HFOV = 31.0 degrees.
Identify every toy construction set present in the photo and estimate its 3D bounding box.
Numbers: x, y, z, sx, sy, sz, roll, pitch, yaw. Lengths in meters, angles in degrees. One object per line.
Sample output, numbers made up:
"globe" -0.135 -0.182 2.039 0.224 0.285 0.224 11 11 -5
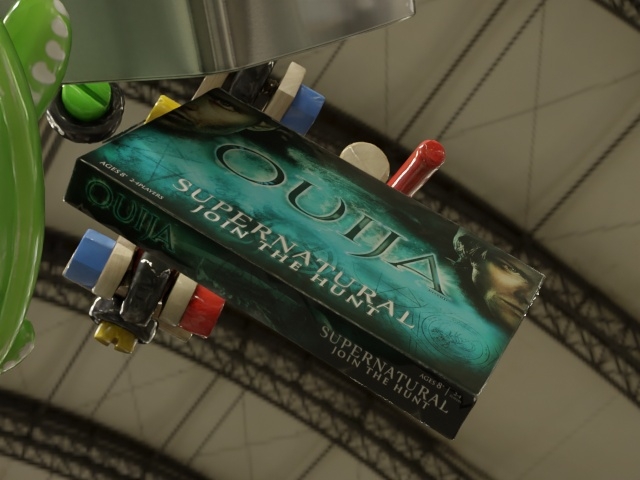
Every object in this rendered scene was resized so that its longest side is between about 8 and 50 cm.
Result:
"toy construction set" -0.080 -0.020 0.956 0.309 0.257 0.237 3 -21 -15

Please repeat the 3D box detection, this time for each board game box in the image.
"board game box" 0.000 0.000 0.505 0.186 0.126 0.026 31 -60 9

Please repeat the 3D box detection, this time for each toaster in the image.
"toaster" -0.052 -0.147 0.564 0.185 0.168 0.110 3 -69 38

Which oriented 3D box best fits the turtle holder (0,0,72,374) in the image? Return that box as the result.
"turtle holder" -0.243 0.017 0.373 0.243 0.227 0.320 43 -69 -6
